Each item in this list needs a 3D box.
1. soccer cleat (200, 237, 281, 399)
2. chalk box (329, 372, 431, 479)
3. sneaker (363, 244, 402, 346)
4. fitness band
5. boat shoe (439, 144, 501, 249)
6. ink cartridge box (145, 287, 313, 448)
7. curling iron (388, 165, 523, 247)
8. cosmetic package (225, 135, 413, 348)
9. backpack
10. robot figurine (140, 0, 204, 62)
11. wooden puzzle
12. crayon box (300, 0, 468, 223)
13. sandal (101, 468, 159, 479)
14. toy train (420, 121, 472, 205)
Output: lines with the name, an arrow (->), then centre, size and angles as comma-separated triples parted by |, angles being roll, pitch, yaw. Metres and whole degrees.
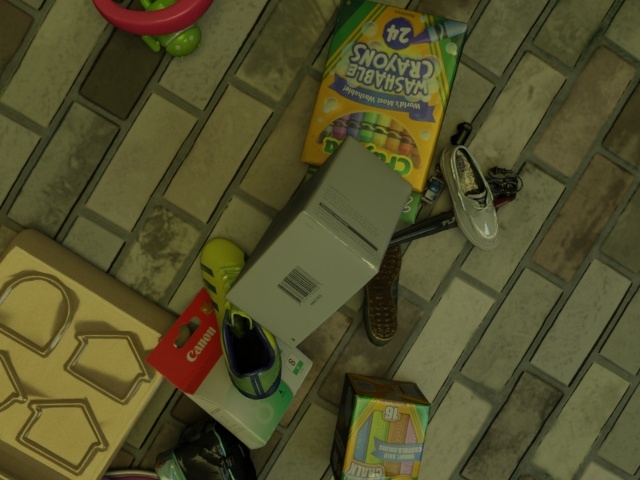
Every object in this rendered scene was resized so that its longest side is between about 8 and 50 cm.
soccer cleat -> -0.125, 0.105, 1.215 | 0.093, 0.121, 0.289 | -18, 62, -5
chalk box -> 0.094, 0.349, 1.307 | 0.132, 0.132, 0.213 | 8, 96, -6
sneaker -> 0.099, 0.088, 1.312 | 0.064, 0.086, 0.192 | 4, 65, -3
fitness band -> -0.252, -0.454, 1.193 | 0.209, 0.054, 0.291 | 5, 76, 1
boat shoe -> 0.252, -0.071, 1.271 | 0.066, 0.063, 0.184 | -17, 92, -8
ink cartridge box -> -0.139, 0.196, 1.254 | 0.224, 0.056, 0.181 | 43, 46, -9
curling iron -> 0.217, -0.049, 1.317 | 0.274, 0.035, 0.068 | -27, 94, -7
cosmetic package -> 0.000, 0.000, 1.172 | 0.138, 0.225, 0.224 | 39, 129, -7
backpack -> -0.178, 0.372, 1.255 | 0.144, 0.188, 0.166 | -27, 95, 3
robot figurine -> -0.235, -0.342, 1.234 | 0.101, 0.067, 0.115 | -34, 97, 5
wooden puzzle -> -0.430, 0.204, 1.241 | 0.322, 0.080, 0.348 | 34, 72, -9
crayon box -> 0.096, -0.206, 1.251 | 0.203, 0.083, 0.323 | 15, 95, 8
sandal -> -0.392, 0.445, 1.260 | 0.416, 0.102, 0.169 | 10, 73, -6
toy train -> 0.213, -0.129, 1.316 | 0.027, 0.036, 0.158 | 28, 93, -8
